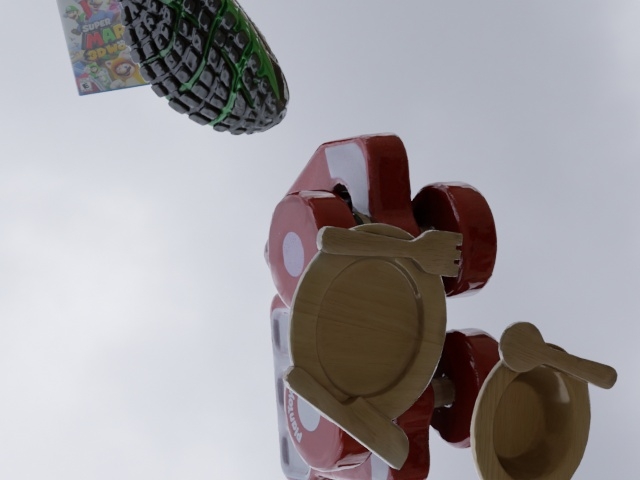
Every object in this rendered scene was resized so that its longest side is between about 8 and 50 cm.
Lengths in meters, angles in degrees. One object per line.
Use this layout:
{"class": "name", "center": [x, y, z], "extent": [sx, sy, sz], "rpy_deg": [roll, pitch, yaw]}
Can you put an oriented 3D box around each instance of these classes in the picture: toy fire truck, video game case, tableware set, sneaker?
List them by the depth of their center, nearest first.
{"class": "tableware set", "center": [0.029, 0.082, 0.511], "extent": [0.141, 0.020, 0.168], "rpy_deg": [26, -102, -38]}
{"class": "toy fire truck", "center": [0.020, 0.066, 1.392], "extent": [0.169, 0.254, 0.302], "rpy_deg": [-6, -90, -29]}
{"class": "sneaker", "center": [-0.129, -0.257, 1.633], "extent": [0.146, 0.134, 0.343], "rpy_deg": [-20, -108, -48]}
{"class": "video game case", "center": [-0.235, -0.242, 1.881], "extent": [0.166, 0.119, 0.015], "rpy_deg": [84, 175, -45]}
